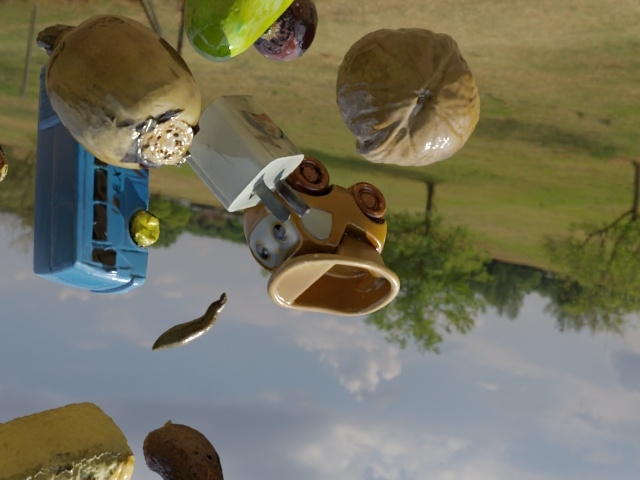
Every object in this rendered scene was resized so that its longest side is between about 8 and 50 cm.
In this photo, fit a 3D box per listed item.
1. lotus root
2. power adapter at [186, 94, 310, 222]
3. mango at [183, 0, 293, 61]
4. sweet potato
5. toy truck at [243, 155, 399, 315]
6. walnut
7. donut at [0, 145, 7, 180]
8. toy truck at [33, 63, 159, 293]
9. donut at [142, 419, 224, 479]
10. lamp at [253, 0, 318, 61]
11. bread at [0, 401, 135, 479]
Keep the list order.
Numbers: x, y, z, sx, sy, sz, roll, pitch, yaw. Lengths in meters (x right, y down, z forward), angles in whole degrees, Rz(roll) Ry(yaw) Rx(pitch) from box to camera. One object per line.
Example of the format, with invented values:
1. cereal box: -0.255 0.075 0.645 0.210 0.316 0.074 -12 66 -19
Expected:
1. lotus root: -0.291 -0.222 1.046 0.310 0.183 0.182 43 -159 29
2. power adapter: -0.101 -0.110 1.176 0.205 0.125 0.130 49 -156 8
3. mango: -0.128 -0.417 1.237 0.149 0.273 0.185 42 174 -35
4. sweet potato: -0.215 0.146 1.278 0.038 0.153 0.041 44 164 44
5. toy truck: 0.000 0.000 1.373 0.288 0.212 0.204 19 141 -25
6. walnut: 0.176 -0.297 1.577 0.332 0.333 0.333 7 -179 0
7. donut: -0.785 -0.184 1.750 0.140 0.141 0.059 7 -156 11
8. toy truck: -0.366 -0.108 1.229 0.161 0.385 0.162 -9 169 42
9. donut: -0.293 0.474 1.610 0.144 0.187 0.126 -14 169 22
10. lamp: -0.086 -0.437 1.515 0.157 0.156 0.135 -12 -172 26
11. bread: -0.624 0.501 1.671 0.375 0.165 0.236 -6 -148 -47
